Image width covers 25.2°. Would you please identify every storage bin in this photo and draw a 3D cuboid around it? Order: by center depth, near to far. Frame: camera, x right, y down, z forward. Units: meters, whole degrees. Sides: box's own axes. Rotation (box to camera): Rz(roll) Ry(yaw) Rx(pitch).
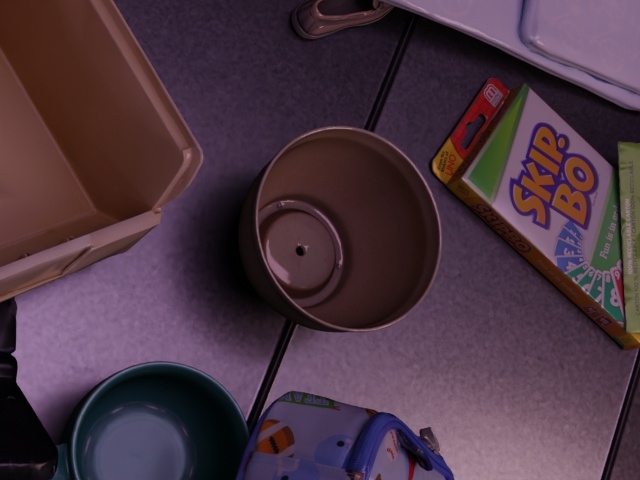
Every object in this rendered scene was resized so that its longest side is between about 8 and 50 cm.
[{"bbox_3d":[-0.251,-0.092,0.967,0.262,0.123,0.260,-25,82,-51],"label":"storage bin"}]

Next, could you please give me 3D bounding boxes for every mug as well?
[{"bbox_3d":[-0.136,0.151,1.046,0.158,0.097,0.129,30,71,-10],"label":"mug"}]

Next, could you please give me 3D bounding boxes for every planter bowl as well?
[{"bbox_3d":[0.000,0.000,1.146,0.162,0.109,0.162,6,76,-26],"label":"planter bowl"}]

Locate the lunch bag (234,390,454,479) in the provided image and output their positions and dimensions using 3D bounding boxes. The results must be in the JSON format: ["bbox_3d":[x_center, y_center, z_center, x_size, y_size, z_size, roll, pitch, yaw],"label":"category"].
[{"bbox_3d":[0.009,0.267,1.039,0.243,0.115,0.303,52,52,-56],"label":"lunch bag"}]

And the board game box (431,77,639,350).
[{"bbox_3d":[0.226,-0.028,1.311,0.259,0.039,0.124,40,64,-11],"label":"board game box"}]

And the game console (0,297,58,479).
[{"bbox_3d":[-0.329,0.038,0.943,0.293,0.250,0.173,5,103,-26],"label":"game console"}]

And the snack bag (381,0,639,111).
[{"bbox_3d":[0.204,-0.319,1.343,0.343,0.037,0.323,18,71,-29],"label":"snack bag"}]

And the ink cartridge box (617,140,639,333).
[{"bbox_3d":[0.408,-0.005,1.291,0.255,0.097,0.188,1,81,-12],"label":"ink cartridge box"}]

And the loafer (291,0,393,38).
[{"bbox_3d":[0.033,-0.210,1.250,0.125,0.039,0.045,-29,92,-29],"label":"loafer"}]
